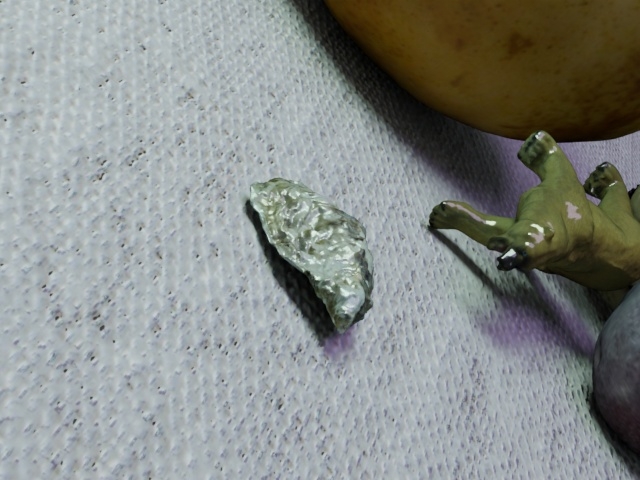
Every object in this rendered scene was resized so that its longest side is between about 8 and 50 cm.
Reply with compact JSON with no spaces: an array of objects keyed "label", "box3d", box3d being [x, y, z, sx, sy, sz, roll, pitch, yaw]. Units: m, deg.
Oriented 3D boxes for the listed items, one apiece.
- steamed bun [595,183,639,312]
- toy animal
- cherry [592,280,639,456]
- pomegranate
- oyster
[{"label":"steamed bun","box3d":[0.297,0.007,1.242,0.172,0.141,0.155,43,-8,25]},{"label":"toy animal","box3d":[0.169,-0.007,1.108,0.218,0.103,0.101,19,24,-54]},{"label":"cherry","box3d":[0.280,0.083,1.108,0.140,0.176,0.176,66,20,-5]},{"label":"pomegranate","box3d":[0.178,-0.282,1.241,0.416,0.416,0.417,41,22,-21]},{"label":"oyster","box3d":[-0.001,0.000,0.869,0.100,0.037,0.098,51,20,5]}]
